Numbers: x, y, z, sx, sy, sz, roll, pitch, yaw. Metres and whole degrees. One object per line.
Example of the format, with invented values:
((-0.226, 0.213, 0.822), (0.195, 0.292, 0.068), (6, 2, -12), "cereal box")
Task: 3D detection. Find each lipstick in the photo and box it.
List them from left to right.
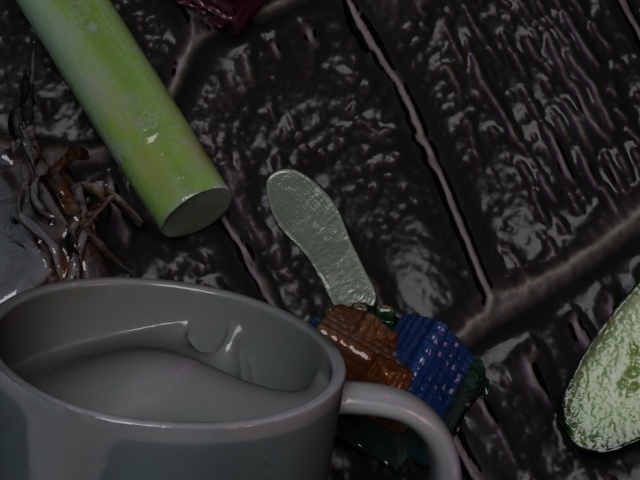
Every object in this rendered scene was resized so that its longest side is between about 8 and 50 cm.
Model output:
((-0.182, -0.141, 1.539), (0.076, 0.076, 0.304), (-30, 70, -7), "lipstick")

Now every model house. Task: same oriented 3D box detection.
((0.051, 0.096, 1.391), (0.148, 0.149, 0.119), (30, 73, 12), "model house")

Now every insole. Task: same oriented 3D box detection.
((0.000, 0.000, 1.509), (0.053, 0.002, 0.153), (-26, 69, -6), "insole")

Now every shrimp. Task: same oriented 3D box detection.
((-0.226, -0.015, 1.469), (0.145, 0.116, 0.343), (-10, 58, 3), "shrimp")

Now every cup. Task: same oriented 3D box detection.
((-0.078, 0.203, 1.282), (0.356, 0.259, 0.275), (6, 109, -10), "cup")

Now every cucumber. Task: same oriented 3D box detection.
((0.282, 0.079, 1.424), (0.244, 0.063, 0.115), (-39, 80, -11), "cucumber")

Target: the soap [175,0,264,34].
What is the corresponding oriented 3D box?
((-0.154, -0.300, 1.550), (0.250, 0.162, 0.099), (30, 74, 14), "soap")
